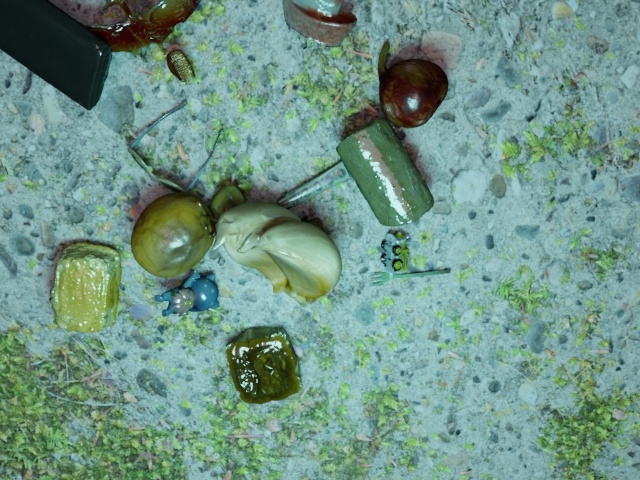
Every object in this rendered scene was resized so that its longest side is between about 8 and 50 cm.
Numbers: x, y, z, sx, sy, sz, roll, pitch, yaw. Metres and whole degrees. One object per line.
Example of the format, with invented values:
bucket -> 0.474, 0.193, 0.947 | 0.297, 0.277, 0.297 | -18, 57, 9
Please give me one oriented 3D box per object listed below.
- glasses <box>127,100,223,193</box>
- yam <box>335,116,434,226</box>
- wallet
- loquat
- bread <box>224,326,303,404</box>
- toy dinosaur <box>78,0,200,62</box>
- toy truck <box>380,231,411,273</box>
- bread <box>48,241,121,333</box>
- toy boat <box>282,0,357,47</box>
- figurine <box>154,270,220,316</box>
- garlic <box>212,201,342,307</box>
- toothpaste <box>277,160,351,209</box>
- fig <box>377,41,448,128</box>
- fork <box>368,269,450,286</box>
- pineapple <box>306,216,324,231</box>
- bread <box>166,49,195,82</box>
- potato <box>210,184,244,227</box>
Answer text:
glasses -> -0.374, -0.240, 1.420 | 0.189, 0.088, 0.221 | 39, 99, -9
yam -> 0.165, -0.174, 1.414 | 0.161, 0.161, 0.268 | -32, 102, 6
wallet -> -0.699, -0.506, 1.312 | 0.406, 0.062, 0.228 | 36, 141, -8
loquat -> -0.380, -0.016, 1.407 | 0.238, 0.238, 0.193 | -30, 106, 6
bread -> -0.159, 0.355, 1.558 | 0.192, 0.110, 0.210 | -14, 103, 1
toy dinosaur -> -0.458, -0.533, 1.341 | 0.327, 0.113, 0.206 | -33, 141, 26
toy truck -> 0.215, 0.031, 1.513 | 0.076, 0.076, 0.111 | -6, 108, -25
bread -> -0.634, 0.131, 1.486 | 0.173, 0.121, 0.246 | 5, 99, -11
toy boat -> 0.017, -0.605, 1.268 | 0.206, 0.096, 0.282 | 30, 142, -2
figurine -> -0.370, 0.155, 1.498 | 0.144, 0.178, 0.114 | -22, 85, 44
garlic -> -0.099, 0.028, 1.391 | 0.249, 0.286, 0.313 | -33, 131, 0
toothpaste -> -0.007, -0.150, 1.477 | 0.239, 0.039, 0.062 | -29, 101, 3
fig -> 0.205, -0.383, 1.374 | 0.207, 0.175, 0.175 | 33, 101, 6
fork -> 0.251, 0.100, 1.554 | 0.234, 0.021, 0.039 | -6, 108, -1
pineapple -> 0.000, 0.000, 1.503 | 0.058, 0.058, 0.124 | -26, 103, 5
bread -> -0.354, -0.435, 1.377 | 0.053, 0.085, 0.085 | -29, 103, -3
potato -> -0.239, -0.056, 1.471 | 0.105, 0.085, 0.188 | -1, 106, 39
